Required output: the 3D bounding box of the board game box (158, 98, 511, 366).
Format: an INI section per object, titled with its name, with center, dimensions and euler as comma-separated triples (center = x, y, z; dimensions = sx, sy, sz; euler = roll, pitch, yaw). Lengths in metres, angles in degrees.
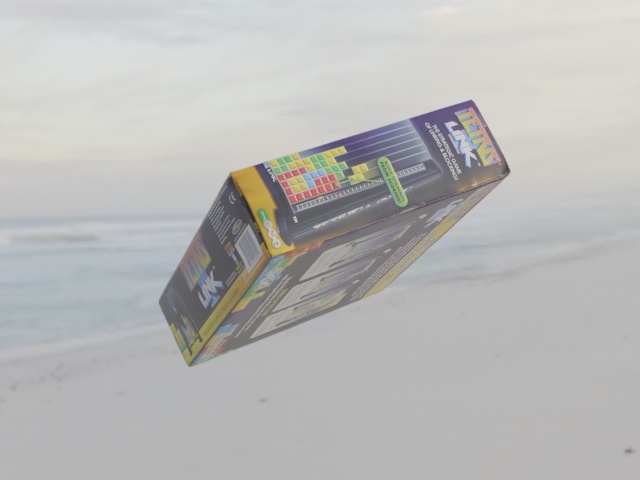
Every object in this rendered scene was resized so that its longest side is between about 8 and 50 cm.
[board game box]
center = 0.000, 0.000, 0.549
dimensions = 0.141, 0.048, 0.170
euler = -21, -14, -28
